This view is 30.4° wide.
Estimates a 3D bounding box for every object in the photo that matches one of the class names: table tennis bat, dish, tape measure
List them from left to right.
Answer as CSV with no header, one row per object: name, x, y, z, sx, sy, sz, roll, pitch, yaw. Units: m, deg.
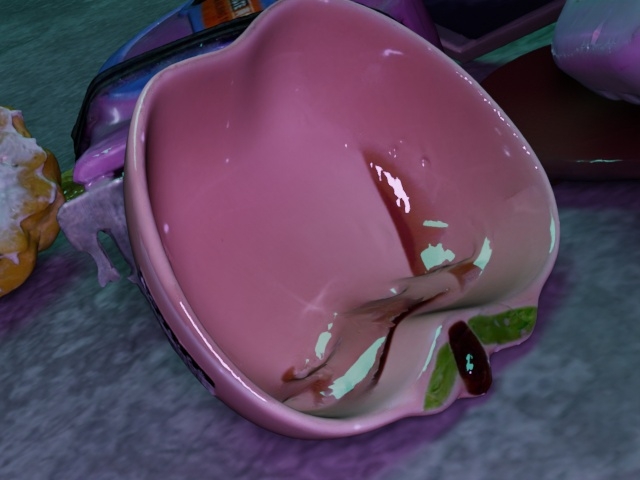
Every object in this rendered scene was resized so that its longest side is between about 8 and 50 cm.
tape measure,-0.039,-0.075,0.725,0.245,0.149,0.231,-26,22,3
dish,0.000,0.000,0.552,0.213,0.213,0.090,-38,-3,-34
table tennis bat,0.189,-0.073,0.659,0.200,0.038,0.310,-17,25,-1

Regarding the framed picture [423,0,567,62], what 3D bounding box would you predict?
framed picture,0.080,-0.188,0.737,0.281,0.209,0.019,-16,56,67

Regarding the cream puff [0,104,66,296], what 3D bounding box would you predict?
cream puff,-0.245,-0.017,0.775,0.121,0.156,0.156,0,6,-43

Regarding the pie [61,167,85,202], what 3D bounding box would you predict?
pie,-0.174,-0.044,0.900,0.084,0.020,0.084,-17,26,8

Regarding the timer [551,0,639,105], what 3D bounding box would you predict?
timer,0.186,-0.147,0.526,0.191,0.069,0.208,-57,7,7
